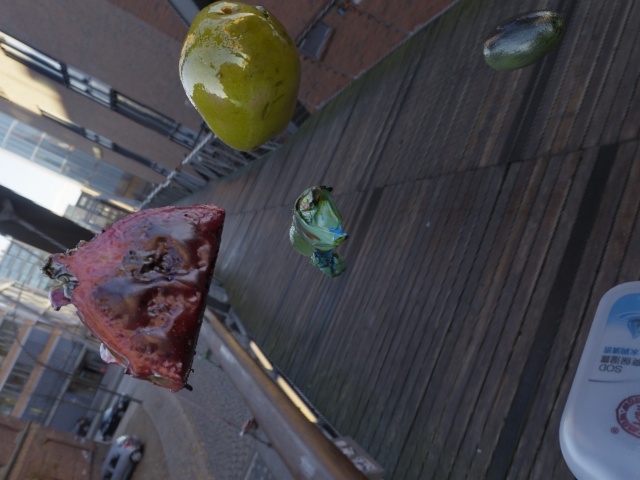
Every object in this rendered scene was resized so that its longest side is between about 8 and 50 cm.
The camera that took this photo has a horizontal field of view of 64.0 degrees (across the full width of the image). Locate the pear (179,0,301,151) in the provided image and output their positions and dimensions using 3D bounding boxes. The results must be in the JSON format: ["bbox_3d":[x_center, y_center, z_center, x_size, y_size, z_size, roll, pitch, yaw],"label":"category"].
[{"bbox_3d":[-0.188,-0.384,1.214,0.336,0.285,0.284,113,168,-47],"label":"pear"}]

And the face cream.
[{"bbox_3d":[0.333,0.189,0.518,0.163,0.080,0.336,4,49,45],"label":"face cream"}]

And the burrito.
[{"bbox_3d":[0.000,0.000,0.661,0.054,0.104,0.288,-27,-2,-8],"label":"burrito"}]

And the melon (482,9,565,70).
[{"bbox_3d":[0.384,-0.380,0.972,0.162,0.099,0.099,-6,60,56],"label":"melon"}]

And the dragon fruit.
[{"bbox_3d":[-0.236,0.065,0.650,0.134,0.212,0.262,122,163,-46],"label":"dragon fruit"}]
